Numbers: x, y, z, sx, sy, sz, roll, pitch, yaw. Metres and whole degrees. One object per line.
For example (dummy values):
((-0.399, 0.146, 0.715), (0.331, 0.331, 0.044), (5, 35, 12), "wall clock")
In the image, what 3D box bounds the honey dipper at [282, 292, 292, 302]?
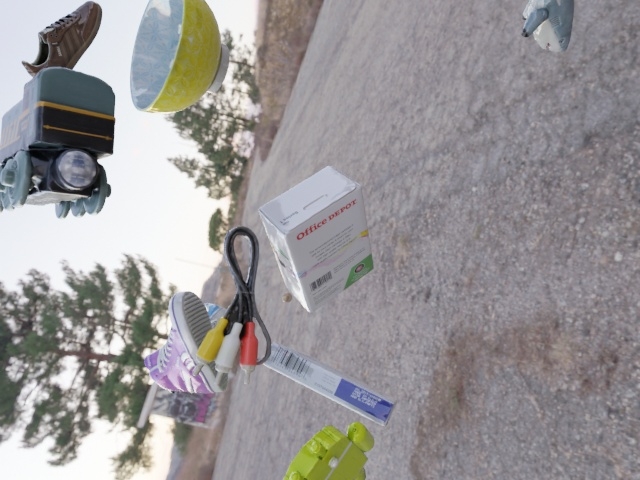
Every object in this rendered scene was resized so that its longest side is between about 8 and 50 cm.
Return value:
((-0.101, 0.174, 1.541), (0.161, 0.030, 0.031), (130, 155, -86), "honey dipper")

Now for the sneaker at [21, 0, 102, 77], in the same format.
((-0.475, -0.376, 0.951), (0.071, 0.066, 0.189), (35, -102, -55), "sneaker")

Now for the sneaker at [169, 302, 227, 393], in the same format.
((-0.310, 0.263, 1.270), (0.237, 0.086, 0.085), (-60, -17, -26), "sneaker")

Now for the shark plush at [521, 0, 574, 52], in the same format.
((0.303, -0.318, 0.631), (0.073, 0.067, 0.161), (-62, -13, -57), "shark plush")

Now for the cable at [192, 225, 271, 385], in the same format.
((-0.138, 0.121, 0.948), (0.072, 0.139, 0.288), (180, 103, -75), "cable")

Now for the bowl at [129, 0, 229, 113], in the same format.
((-0.299, -0.410, 1.148), (0.289, 0.155, 0.290), (-12, 75, 49), "bowl")

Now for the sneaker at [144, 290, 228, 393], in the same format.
((-0.300, 0.223, 1.055), (0.102, 0.160, 0.282), (-85, -10, -54), "sneaker")

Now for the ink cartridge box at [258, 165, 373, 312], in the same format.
((0.000, 0.000, 1.173), (0.117, 0.201, 0.278), (41, 157, 39), "ink cartridge box")

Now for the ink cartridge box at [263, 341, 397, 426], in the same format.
((0.041, 0.371, 1.338), (0.072, 0.323, 0.330), (-65, -15, -10), "ink cartridge box")

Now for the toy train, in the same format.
((-0.409, -0.133, 0.776), (0.333, 0.142, 0.191), (0, 86, 50), "toy train")

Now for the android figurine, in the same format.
((0.013, 0.470, 1.019), (0.248, 0.056, 0.273), (-49, -38, -19), "android figurine")
